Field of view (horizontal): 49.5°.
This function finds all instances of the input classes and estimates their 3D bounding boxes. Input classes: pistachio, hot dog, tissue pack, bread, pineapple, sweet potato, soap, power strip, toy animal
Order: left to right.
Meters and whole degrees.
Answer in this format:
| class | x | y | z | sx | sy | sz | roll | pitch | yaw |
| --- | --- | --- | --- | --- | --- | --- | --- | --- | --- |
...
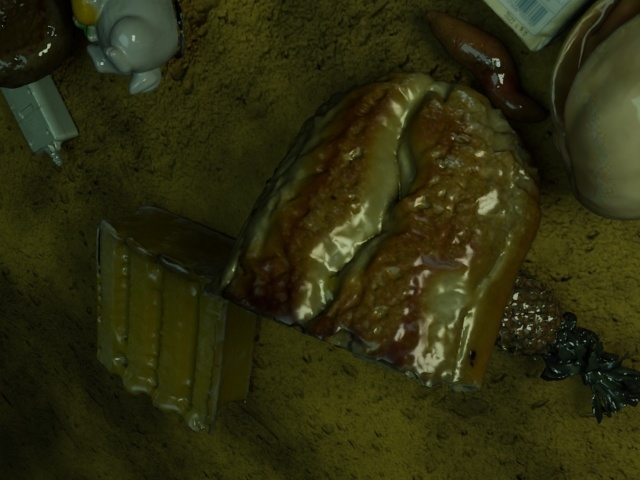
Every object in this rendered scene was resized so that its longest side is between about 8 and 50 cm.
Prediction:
| class | x | y | z | sx | sy | sz | roll | pitch | yaw |
| --- | --- | --- | --- | --- | --- | --- | --- | --- | --- |
| bread | -0.547 | -0.377 | 1.218 | 0.230 | 0.123 | 0.229 | 0 | 91 | -1 |
| power strip | -0.566 | -0.302 | 1.334 | 0.098 | 0.058 | 0.338 | -19 | 98 | 36 |
| toy animal | -0.318 | -0.400 | 1.080 | 0.325 | 0.154 | 0.208 | 67 | 152 | 18 |
| soap | -0.266 | 0.138 | 1.265 | 0.293 | 0.156 | 0.335 | 22 | 120 | 27 |
| hot dog | 0.085 | -0.032 | 0.887 | 0.367 | 0.196 | 0.365 | 20 | 82 | 21 |
| sweet potato | 0.208 | -0.222 | 0.870 | 0.202 | 0.055 | 0.058 | 49 | 149 | 5 |
| tissue pack | 0.236 | -0.335 | 0.780 | 0.196 | 0.092 | 0.148 | 48 | 128 | 6 |
| pineapple | 0.316 | 0.137 | 0.920 | 0.251 | 0.125 | 0.125 | 39 | 126 | 6 |
| pistachio | 0.360 | -0.154 | 0.710 | 0.230 | 0.230 | 0.309 | 42 | 123 | 11 |
